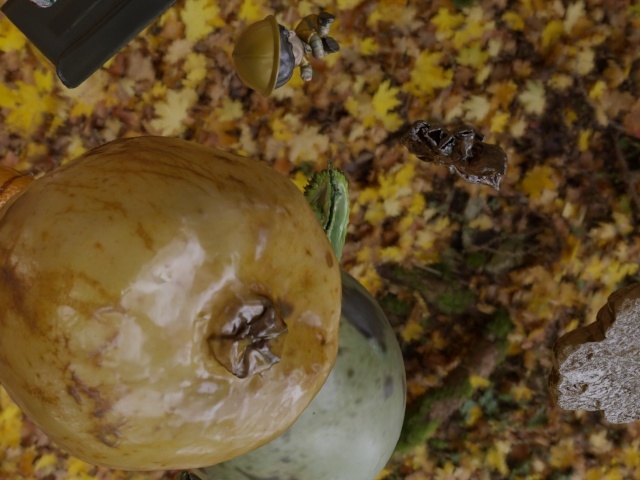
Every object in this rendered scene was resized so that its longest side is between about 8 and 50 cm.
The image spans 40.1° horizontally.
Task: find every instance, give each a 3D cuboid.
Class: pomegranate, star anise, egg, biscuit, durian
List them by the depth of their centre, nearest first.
[{"bbox_3d":[-0.101,0.042,0.585,0.248,0.248,0.248,-48,150,-40],"label":"pomegranate"},{"bbox_3d":[0.349,0.123,0.964,0.290,0.208,0.041,60,13,-50],"label":"biscuit"},{"bbox_3d":[-0.047,0.203,1.234,0.345,0.345,0.428,-58,134,-24],"label":"egg"},{"bbox_3d":[0.277,-0.180,1.747,0.099,0.220,0.214,-63,-179,2],"label":"star anise"},{"bbox_3d":[0.000,0.000,1.997,0.169,0.158,0.352,-35,-145,60],"label":"durian"}]

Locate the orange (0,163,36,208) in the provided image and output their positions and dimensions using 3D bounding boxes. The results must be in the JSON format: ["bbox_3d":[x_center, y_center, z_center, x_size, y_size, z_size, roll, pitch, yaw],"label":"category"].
[{"bbox_3d":[-0.545,-0.051,1.488,0.161,0.193,0.193,-64,158,2],"label":"orange"}]

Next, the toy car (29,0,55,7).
[{"bbox_3d":[-0.513,-0.468,1.520,0.142,0.055,0.069,55,28,-11],"label":"toy car"}]

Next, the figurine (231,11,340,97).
[{"bbox_3d":[-0.090,-0.450,2.074,0.257,0.167,0.192,-31,152,-32],"label":"figurine"}]

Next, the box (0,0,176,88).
[{"bbox_3d":[-0.406,-0.504,1.709,0.204,0.345,0.251,47,36,-19],"label":"box"}]

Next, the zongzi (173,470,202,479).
[{"bbox_3d":[-0.211,0.471,1.547,0.104,0.113,0.052,23,132,-34],"label":"zongzi"}]
